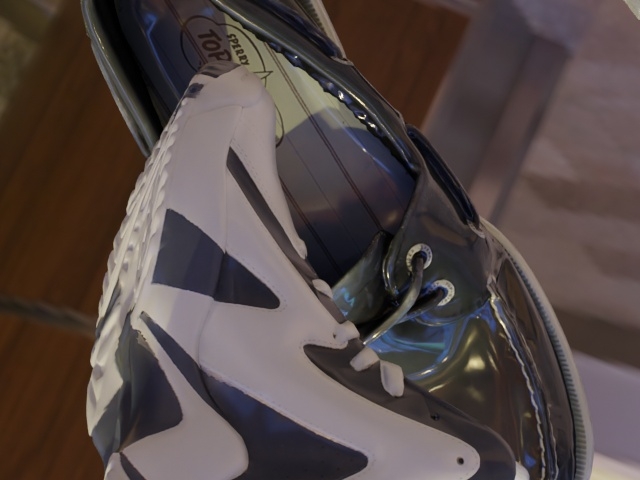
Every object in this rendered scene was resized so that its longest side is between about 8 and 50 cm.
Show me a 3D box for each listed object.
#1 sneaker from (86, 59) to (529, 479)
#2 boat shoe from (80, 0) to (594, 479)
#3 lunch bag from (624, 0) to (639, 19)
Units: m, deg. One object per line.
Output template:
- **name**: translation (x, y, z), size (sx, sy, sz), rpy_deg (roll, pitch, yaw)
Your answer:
- **sneaker**: translation (0.001, 0.053, 0.654), size (0.153, 0.235, 0.094), rpy_deg (15, 141, -15)
- **boat shoe**: translation (0.003, -0.002, 0.826), size (0.340, 0.127, 0.113), rpy_deg (62, -161, -3)
- **lunch bag**: translation (0.141, -0.278, 1.072), size (0.235, 0.287, 0.169), rpy_deg (23, 145, -12)
